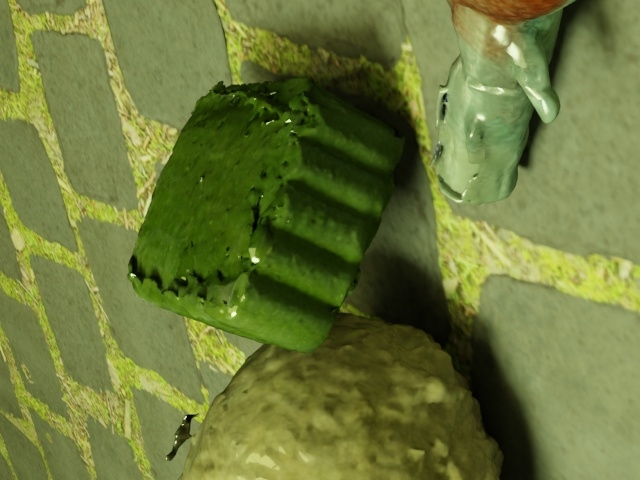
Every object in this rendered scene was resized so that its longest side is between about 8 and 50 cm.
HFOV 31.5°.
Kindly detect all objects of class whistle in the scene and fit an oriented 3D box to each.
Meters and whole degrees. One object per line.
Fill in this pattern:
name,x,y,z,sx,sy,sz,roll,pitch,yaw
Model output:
whistle,0.106,-0.153,0.653,0.142,0.133,0.346,36,148,24

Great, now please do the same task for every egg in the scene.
egg,0.016,0.216,0.937,0.279,0.279,0.310,31,119,43

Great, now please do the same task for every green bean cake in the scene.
green bean cake,-0.050,-0.022,0.899,0.113,0.200,0.214,29,166,-33
